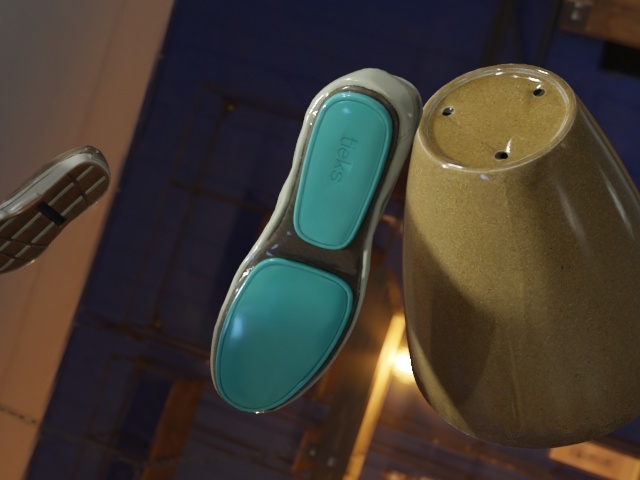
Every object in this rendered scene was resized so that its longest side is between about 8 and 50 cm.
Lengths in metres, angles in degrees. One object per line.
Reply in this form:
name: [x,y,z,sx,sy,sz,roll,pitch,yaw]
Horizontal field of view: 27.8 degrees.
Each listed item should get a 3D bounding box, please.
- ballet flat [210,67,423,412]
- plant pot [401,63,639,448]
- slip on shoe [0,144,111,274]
ballet flat: [0.000,0.000,0.830,0.248,0.086,0.086,-64,-10,25]
plant pot: [0.158,-0.004,1.020,0.237,0.237,0.254,-63,-33,-34]
slip on shoe: [-0.218,-0.025,0.979,0.135,0.041,0.051,-39,-54,9]
